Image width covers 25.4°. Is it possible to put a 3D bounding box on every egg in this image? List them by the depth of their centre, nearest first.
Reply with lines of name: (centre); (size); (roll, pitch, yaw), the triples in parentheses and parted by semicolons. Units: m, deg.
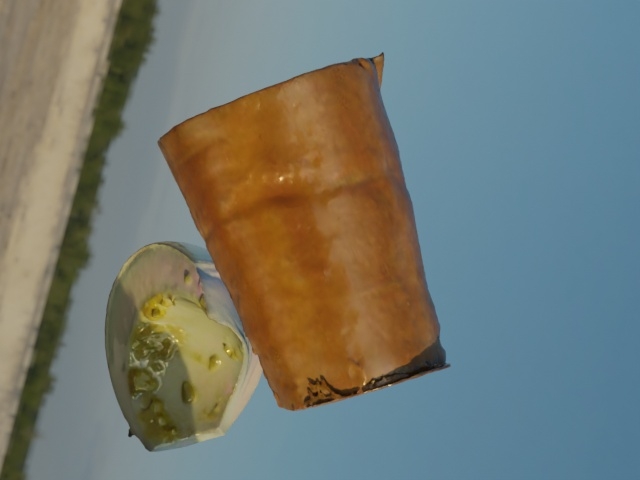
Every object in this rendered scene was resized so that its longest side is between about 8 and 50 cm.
egg: (-0.151, 0.112, 1.763); (0.206, 0.162, 0.271); (43, -56, 42)

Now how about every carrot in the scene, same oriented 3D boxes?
carrot: (0.000, 0.000, 1.134); (0.196, 0.196, 0.254); (146, -75, -75)
